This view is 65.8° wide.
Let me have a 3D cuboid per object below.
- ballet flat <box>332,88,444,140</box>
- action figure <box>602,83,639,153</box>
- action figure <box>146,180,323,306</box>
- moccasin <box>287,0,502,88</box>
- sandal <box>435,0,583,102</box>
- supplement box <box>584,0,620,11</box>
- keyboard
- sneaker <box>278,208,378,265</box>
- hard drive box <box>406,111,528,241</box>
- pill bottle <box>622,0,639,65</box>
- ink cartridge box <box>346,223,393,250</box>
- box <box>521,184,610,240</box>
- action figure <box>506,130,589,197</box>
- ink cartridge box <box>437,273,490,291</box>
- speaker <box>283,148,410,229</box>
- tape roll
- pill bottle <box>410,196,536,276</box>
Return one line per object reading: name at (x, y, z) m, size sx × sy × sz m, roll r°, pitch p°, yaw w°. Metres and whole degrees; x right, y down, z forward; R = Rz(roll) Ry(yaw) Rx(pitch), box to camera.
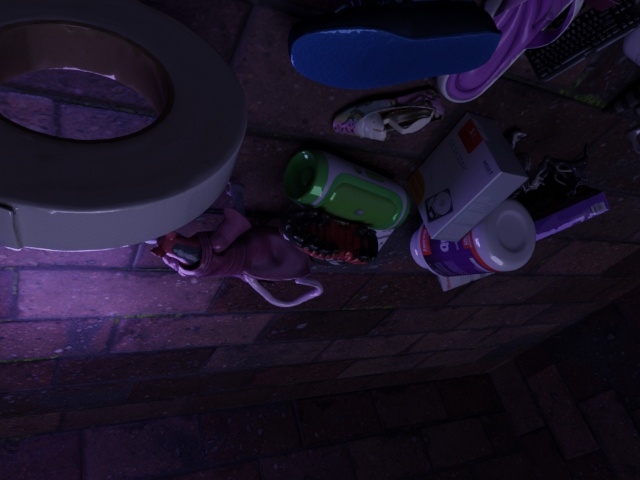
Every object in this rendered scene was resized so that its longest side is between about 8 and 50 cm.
ballet flat at (0.137, -0.236, 0.962) m, size 0.222 × 0.079 × 0.077 m, roll -15°, pitch 150°, yaw -4°
action figure at (0.757, -0.343, 1.026) m, size 0.341 × 0.178 × 0.330 m, roll -27°, pitch 153°, yaw -37°
action figure at (-0.209, 0.042, 1.056) m, size 0.248 × 0.275 × 0.370 m, roll -32°, pitch 163°, yaw 26°
moccasin at (0.110, -0.320, 0.785) m, size 0.342 × 0.116 × 0.137 m, roll -6°, pitch 155°, yaw -18°
sandal at (0.362, -0.382, 0.820) m, size 0.169 × 0.102 × 0.416 m, roll 1°, pitch 144°, yaw -30°
supplement box at (0.480, -0.430, 0.811) m, size 0.043 × 0.055 × 0.083 m, roll 25°, pitch 102°, yaw -3°
keyboard at (0.458, -0.375, 0.884) m, size 0.180 × 0.108 × 0.023 m, roll -29°, pitch 159°, yaw 34°
sneaker at (0.000, 0.001, 1.066) m, size 0.135 × 0.097 × 0.276 m, roll -10°, pitch 164°, yaw 42°
hard drive box at (0.319, -0.137, 1.114) m, size 0.089 × 0.181 × 0.232 m, roll 6°, pitch 141°, yaw -30°
pill bottle at (0.608, -0.353, 0.852) m, size 0.131 × 0.229 × 0.131 m, roll -27°, pitch 154°, yaw -15°
ink cartridge box at (0.131, -0.039, 1.290) m, size 0.104 × 0.060 × 0.180 m, roll -2°, pitch 146°, yaw -24°
box at (0.612, -0.066, 1.385) m, size 0.293 × 0.057 × 0.201 m, roll -25°, pitch -170°, yaw 11°
action figure at (0.486, -0.173, 1.193) m, size 0.276 × 0.141 × 0.164 m, roll 0°, pitch 165°, yaw 23°
ink cartridge box at (0.477, 0.073, 1.621) m, size 0.203 × 0.086 × 0.148 m, roll -21°, pitch 149°, yaw 7°
speaker at (0.065, -0.105, 1.090) m, size 0.296 × 0.131 × 0.131 m, roll 14°, pitch 137°, yaw -41°
tape roll at (-0.279, -0.161, 0.568) m, size 0.392 × 0.392 × 0.072 m, roll -1°, pitch 146°, yaw -26°
pill bottle at (0.376, 0.000, 1.285) m, size 0.181 × 0.181 × 0.323 m, roll -1°, pitch 173°, yaw -25°
